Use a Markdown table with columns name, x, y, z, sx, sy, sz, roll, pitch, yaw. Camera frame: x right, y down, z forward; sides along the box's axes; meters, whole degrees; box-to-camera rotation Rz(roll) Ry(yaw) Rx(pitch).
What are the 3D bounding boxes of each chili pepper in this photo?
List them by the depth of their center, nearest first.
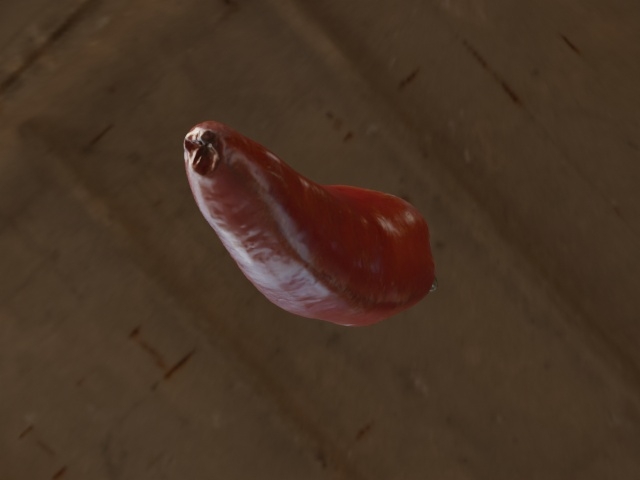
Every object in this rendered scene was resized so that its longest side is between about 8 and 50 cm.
| name | x | y | z | sx | sy | sz | roll | pitch | yaw |
| --- | --- | --- | --- | --- | --- | --- | --- | --- | --- |
| chili pepper | 0.000 | 0.000 | 0.835 | 0.063 | 0.272 | 0.071 | -23 | -107 | 17 |
